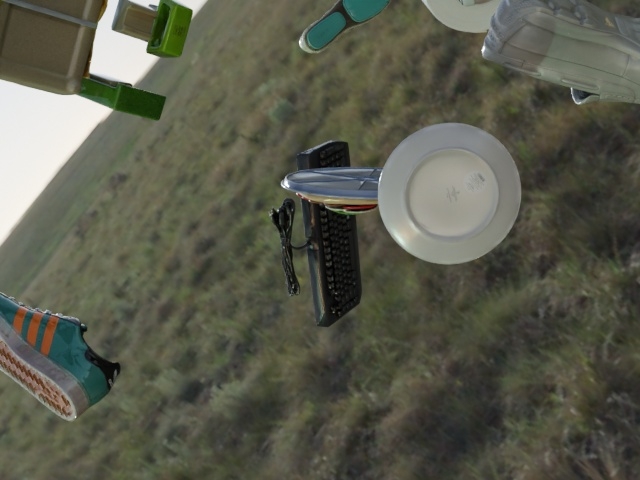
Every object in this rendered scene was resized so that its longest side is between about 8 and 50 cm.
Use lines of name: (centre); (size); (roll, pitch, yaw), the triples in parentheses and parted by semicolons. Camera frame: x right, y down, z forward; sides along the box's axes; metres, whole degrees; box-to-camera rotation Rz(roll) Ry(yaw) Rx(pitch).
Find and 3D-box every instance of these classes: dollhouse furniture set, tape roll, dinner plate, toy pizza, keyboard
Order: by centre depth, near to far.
dinner plate: (0.127, -0.044, 0.833); (0.141, 0.141, 0.017); (-48, 7, 7)
toy pizza: (0.054, -0.058, 0.996); (0.201, 0.201, 0.032); (-129, 39, -74)
dollhouse furniture set: (-0.374, -0.317, 1.278); (0.151, 0.301, 0.197); (27, 102, 45)
keyboard: (0.000, 0.000, 1.422); (0.033, 0.317, 0.201); (13, 30, 40)
tape roll: (0.350, -0.619, 1.913); (0.286, 0.286, 0.100); (-45, 35, 19)

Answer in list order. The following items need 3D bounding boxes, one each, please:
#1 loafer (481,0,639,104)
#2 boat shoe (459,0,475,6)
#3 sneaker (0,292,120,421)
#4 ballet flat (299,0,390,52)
loafer: (0.356, -0.222, 1.061); (0.111, 0.319, 0.112); (120, 164, -45)
boat shoe: (0.205, -0.461, 1.373); (0.070, 0.078, 0.219); (-11, 60, 7)
sneaker: (-0.456, 0.162, 1.380); (0.121, 0.302, 0.108); (-37, -22, -44)
ballet flat: (0.034, -0.351, 1.333); (0.168, 0.057, 0.052); (-34, 14, -11)
